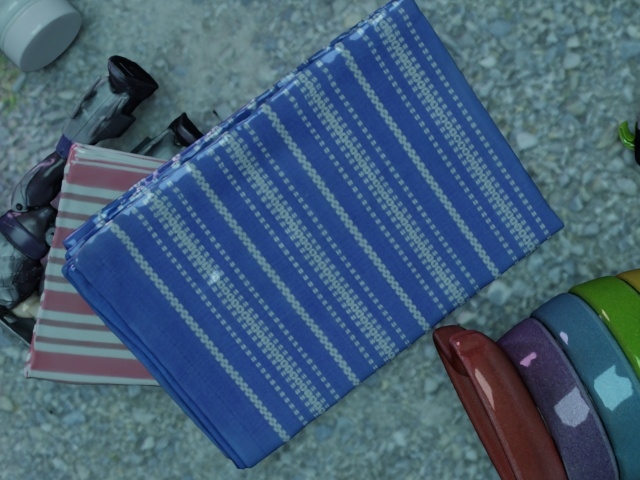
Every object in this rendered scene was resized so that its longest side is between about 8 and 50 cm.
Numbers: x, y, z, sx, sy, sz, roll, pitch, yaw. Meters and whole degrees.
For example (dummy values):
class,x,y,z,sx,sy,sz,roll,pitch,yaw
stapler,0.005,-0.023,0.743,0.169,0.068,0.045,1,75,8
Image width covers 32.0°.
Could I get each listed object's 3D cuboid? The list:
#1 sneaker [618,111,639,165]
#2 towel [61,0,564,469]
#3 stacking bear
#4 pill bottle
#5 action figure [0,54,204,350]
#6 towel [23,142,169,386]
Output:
class,x,y,z,sx,sy,sz,roll,pitch,yaw
sneaker,0.345,-0.051,0.856,0.234,0.084,0.097,32,133,19
towel,0.000,0.000,0.867,0.336,0.040,0.243,-38,108,-2
stacking bear,0.253,0.082,0.836,0.289,0.175,0.164,-25,88,-2
pill bottle,-0.282,-0.224,0.936,0.169,0.094,0.094,45,94,6
action figure,-0.229,-0.021,0.922,0.285,0.099,0.185,-44,101,9
towel,-0.147,0.026,0.887,0.144,0.029,0.197,8,108,-23
